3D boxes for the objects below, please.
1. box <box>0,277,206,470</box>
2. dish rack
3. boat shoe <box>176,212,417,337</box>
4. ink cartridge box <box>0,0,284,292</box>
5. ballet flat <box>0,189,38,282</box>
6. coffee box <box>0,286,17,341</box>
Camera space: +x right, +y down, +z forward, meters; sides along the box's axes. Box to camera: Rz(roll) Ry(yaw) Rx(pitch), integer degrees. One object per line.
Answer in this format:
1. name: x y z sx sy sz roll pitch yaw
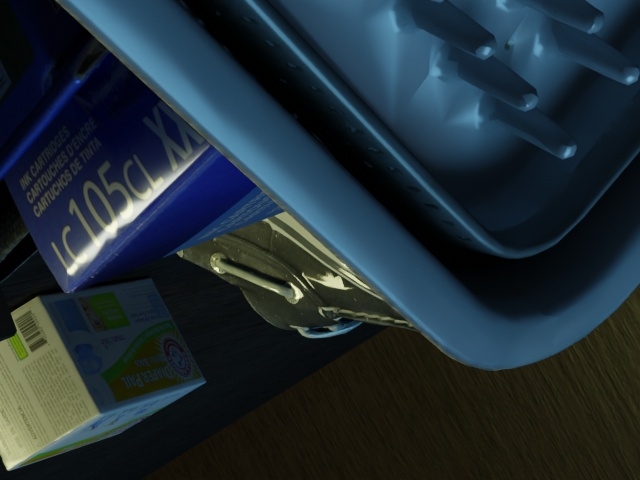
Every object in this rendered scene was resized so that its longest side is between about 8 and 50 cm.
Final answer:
1. box: -0.202 0.110 1.537 0.103 0.114 0.203 -31 172 20
2. dish rack: 0.071 -0.155 0.408 0.333 0.072 0.285 -52 139 -4
3. boat shoe: 0.000 0.000 0.934 0.108 0.301 0.102 -32 137 -47
4. ink cartridge box: 0.019 -0.125 0.762 0.395 0.151 0.270 -20 168 -39
5. ballet flat: -0.175 -0.008 1.112 0.250 0.058 0.084 -32 172 20
6. coffee box: -0.287 0.044 0.685 0.297 0.119 0.168 -22 178 34
